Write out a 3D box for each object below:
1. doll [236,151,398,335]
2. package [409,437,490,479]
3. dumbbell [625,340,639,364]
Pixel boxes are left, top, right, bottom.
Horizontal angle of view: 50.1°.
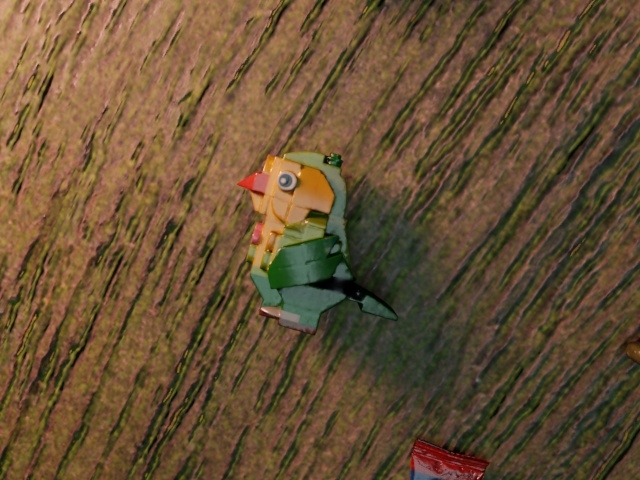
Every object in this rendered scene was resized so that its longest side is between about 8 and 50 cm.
[{"bbox_3d":[-0.009,0.002,0.677,0.134,0.106,0.186,-13,97,1],"label":"doll"},{"bbox_3d":[0.119,0.319,0.756,0.083,0.022,0.200,15,101,3],"label":"package"},{"bbox_3d":[0.347,0.072,0.685,0.052,0.046,0.118,13,99,-2],"label":"dumbbell"}]
